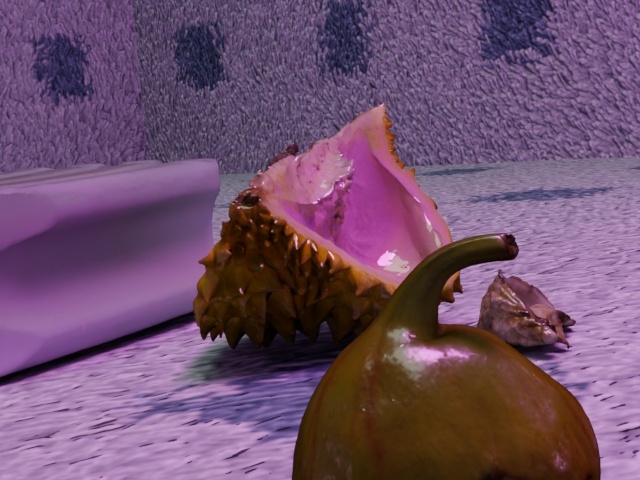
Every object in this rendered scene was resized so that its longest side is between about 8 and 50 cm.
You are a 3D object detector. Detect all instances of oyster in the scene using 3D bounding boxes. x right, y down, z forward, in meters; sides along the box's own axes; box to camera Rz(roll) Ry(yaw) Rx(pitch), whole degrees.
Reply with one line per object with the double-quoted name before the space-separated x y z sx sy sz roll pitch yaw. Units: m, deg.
"oyster" 0.120 0.050 0.704 0.083 0.038 0.080 26 10 -42

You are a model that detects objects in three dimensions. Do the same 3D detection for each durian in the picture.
"durian" -0.001 0.000 0.748 0.165 0.132 0.182 -17 18 -3

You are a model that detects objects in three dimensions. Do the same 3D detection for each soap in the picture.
"soap" -0.227 0.017 0.821 0.208 0.115 0.347 -3 6 28

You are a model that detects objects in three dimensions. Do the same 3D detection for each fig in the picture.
"fig" 0.031 0.053 0.356 0.084 0.098 0.082 -15 2 28
